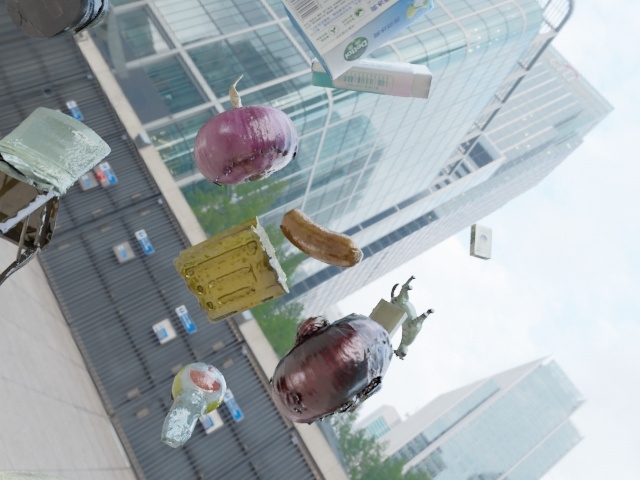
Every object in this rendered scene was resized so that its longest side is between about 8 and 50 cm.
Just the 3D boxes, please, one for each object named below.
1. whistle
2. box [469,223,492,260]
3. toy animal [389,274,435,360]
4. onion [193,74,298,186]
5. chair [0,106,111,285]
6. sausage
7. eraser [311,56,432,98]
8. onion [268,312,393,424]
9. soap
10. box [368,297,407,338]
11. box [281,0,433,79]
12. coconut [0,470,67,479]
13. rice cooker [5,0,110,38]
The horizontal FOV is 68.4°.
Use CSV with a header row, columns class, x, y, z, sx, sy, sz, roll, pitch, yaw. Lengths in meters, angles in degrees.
class,x,y,z,sx,sy,sz,roll,pitch,yaw
whistle,-0.275,0.345,1.023,0.223,0.123,0.123,-72,146,-65
box,0.404,0.004,1.185,0.024,0.054,0.083,144,-42,-65
toy animal,0.250,0.227,1.385,0.176,0.073,0.217,-50,-136,34
onion,-0.271,-0.339,1.598,0.345,0.358,0.358,46,-21,-8
chair,-0.531,-0.083,0.826,0.160,0.319,0.186,28,-58,-13
sausage,-0.001,-0.001,1.336,0.270,0.109,0.109,27,-39,32
eraser,0.095,-0.320,0.913,0.095,0.225,0.052,-85,-179,-59
onion,0.018,0.282,1.079,0.232,0.314,0.314,53,-24,12
soap,-0.271,0.098,1.474,0.143,0.281,0.259,-102,169,-69
box,0.170,0.203,1.234,0.083,0.079,0.035,30,-17,33
box,0.056,-0.370,0.735,0.139,0.194,0.073,59,6,20
coconut,-0.650,0.648,0.937,0.360,0.346,0.346,27,-41,52
rice cooker,-0.435,-0.403,0.787,0.106,0.165,0.112,-91,161,-65
